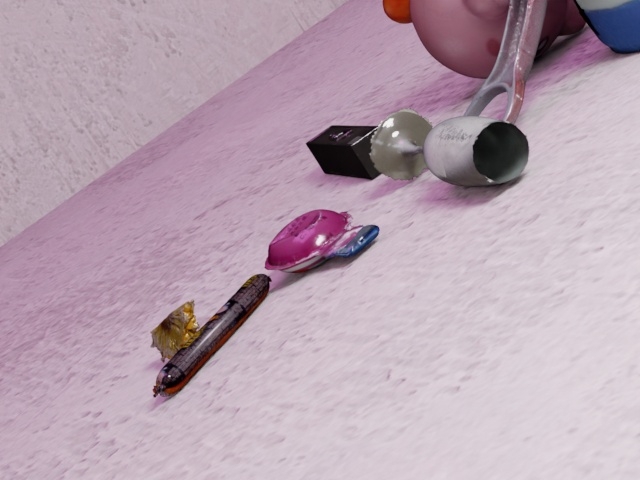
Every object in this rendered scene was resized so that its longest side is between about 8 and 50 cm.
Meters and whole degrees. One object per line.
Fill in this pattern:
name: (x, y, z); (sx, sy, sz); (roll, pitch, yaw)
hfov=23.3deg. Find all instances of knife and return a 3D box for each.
knife: (0.179, -0.215, 1.452); (0.123, 0.053, 0.278); (-167, 90, -69)

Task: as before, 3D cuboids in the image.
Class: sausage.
sausage: (-0.093, 0.081, 1.366); (0.028, 0.025, 0.198); (-20, 17, 39)

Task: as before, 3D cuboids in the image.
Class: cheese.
cheese: (0.000, 0.000, 1.414); (0.095, 0.038, 0.145); (-41, 20, -26)

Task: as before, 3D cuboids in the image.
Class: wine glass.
wine glass: (0.114, -0.081, 1.370); (0.074, 0.074, 0.262); (-36, 13, -10)

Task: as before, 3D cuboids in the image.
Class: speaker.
speaker: (0.032, -0.099, 1.697); (0.040, 0.046, 0.191); (-36, 12, -9)

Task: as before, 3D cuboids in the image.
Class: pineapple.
pineapple: (-0.129, 0.086, 1.392); (0.019, 0.045, 0.083); (-7, -16, -32)

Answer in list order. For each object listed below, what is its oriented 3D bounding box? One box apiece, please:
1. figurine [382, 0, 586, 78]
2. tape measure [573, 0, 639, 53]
figurine: (0.181, -0.254, 1.656); (0.173, 0.173, 0.173); (-32, 12, 8)
tape measure: (0.341, -0.294, 1.456); (0.259, 0.138, 0.262); (-27, 14, 33)
